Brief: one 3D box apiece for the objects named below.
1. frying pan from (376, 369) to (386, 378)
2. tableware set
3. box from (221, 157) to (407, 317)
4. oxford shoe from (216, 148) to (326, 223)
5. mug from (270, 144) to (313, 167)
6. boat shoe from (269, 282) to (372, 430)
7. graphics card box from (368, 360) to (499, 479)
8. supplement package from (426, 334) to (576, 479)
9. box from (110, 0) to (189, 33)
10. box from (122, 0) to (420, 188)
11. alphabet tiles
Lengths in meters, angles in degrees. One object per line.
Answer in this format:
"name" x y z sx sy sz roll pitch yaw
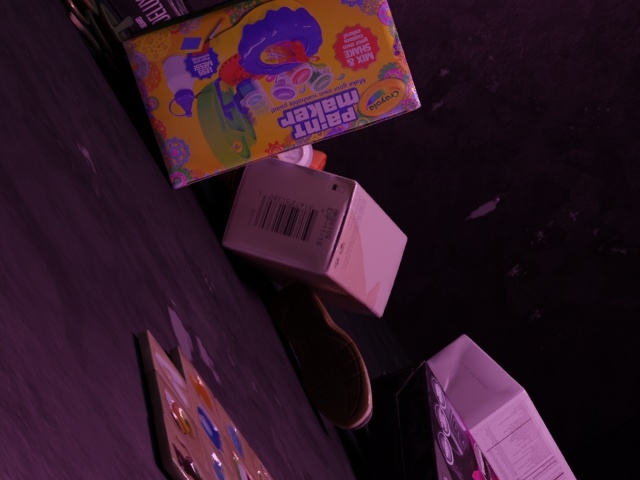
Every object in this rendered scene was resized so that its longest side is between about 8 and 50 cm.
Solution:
"frying pan" 0.117 0.309 2.226 0.326 0.053 0.197 71 3 -56
"tableware set" -0.253 -0.262 1.810 0.128 0.039 0.194 62 4 26
"box" 0.000 0.000 2.007 0.148 0.121 0.311 15 -8 18
"oxford shoe" -0.092 -0.070 2.174 0.133 0.130 0.364 23 12 5
"mug" -0.045 -0.105 1.979 0.062 0.078 0.064 54 -2 -4
"boat shoe" 0.012 0.144 1.922 0.073 0.080 0.223 48 7 -50
"graphics card box" 0.174 0.357 2.009 0.371 0.094 0.233 57 20 -36
"supplement package" 0.243 0.331 2.463 0.262 0.198 0.199 58 -7 -31
"box" -0.276 -0.395 2.256 0.242 0.076 0.307 63 4 39
"box" -0.056 -0.203 1.856 0.279 0.290 0.177 -104 176 -79
"alphabet tiles" -0.035 0.229 1.157 0.342 0.011 0.285 58 4 -29
